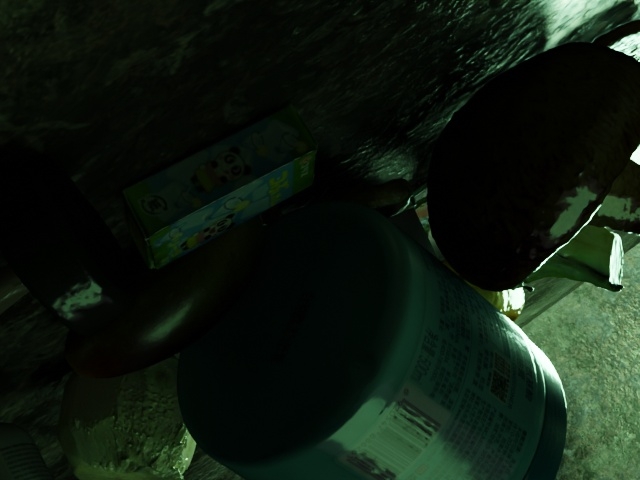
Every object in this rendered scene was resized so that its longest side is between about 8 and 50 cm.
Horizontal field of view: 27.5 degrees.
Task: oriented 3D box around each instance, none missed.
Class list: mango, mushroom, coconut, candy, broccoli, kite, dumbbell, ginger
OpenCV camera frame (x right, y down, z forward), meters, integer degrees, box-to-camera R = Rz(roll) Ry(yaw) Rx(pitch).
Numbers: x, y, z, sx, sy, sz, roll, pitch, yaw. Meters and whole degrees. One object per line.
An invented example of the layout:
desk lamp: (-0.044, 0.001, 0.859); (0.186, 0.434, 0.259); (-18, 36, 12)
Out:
mango: (-0.167, 0.062, 1.428); (0.267, 0.111, 0.133); (-38, 153, 2)
mushroom: (0.005, 0.003, 1.629); (0.026, 0.028, 0.286); (-59, 148, 2)
coconut: (-0.237, 0.211, 1.636); (0.194, 0.194, 0.194); (-30, 164, -9)
candy: (-0.099, -0.052, 1.298); (0.194, 0.062, 0.097); (-29, 163, -13)
broccoli: (0.321, -0.022, 1.850); (0.288, 0.245, 0.248); (-58, 153, -36)
kite: (0.136, -0.042, 1.873); (0.234, 0.016, 0.321); (-28, 164, -18)
dumbbell: (-0.278, 0.049, 1.087); (0.218, 0.152, 0.152); (-34, 165, 5)
ginger: (0.052, -0.044, 1.640); (0.176, 0.053, 0.193); (-11, 169, -28)
mushroom: (0.302, -0.056, 1.591); (0.331, 0.356, 0.334); (-27, -158, 42)

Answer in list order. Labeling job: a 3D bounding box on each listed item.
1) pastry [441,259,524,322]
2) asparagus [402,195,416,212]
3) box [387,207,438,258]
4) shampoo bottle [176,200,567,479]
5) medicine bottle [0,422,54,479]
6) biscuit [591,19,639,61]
pastry: (0.193, 0.145, 2.308); (0.356, 0.164, 0.356); (-25, 159, -10)
asparagus: (0.064, -0.012, 1.799); (0.165, 0.030, 0.036); (-41, 172, 28)
box: (0.100, 0.019, 1.682); (0.043, 0.089, 0.125); (-22, 172, -21)
shampoo bottle: (0.060, 0.171, 1.508); (0.331, 0.331, 0.342); (-37, 132, 16)
medicine bottle: (-0.365, 0.312, 1.463); (0.157, 0.289, 0.157); (-29, 164, -9)
biscuit: (0.362, -0.228, 1.724); (0.187, 0.027, 0.188); (-30, 163, -10)
